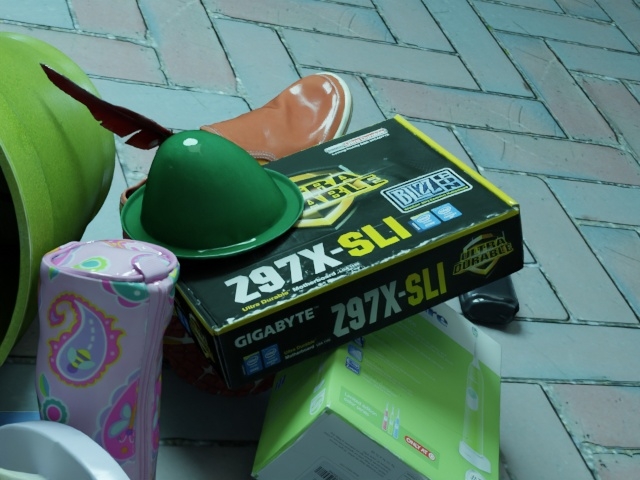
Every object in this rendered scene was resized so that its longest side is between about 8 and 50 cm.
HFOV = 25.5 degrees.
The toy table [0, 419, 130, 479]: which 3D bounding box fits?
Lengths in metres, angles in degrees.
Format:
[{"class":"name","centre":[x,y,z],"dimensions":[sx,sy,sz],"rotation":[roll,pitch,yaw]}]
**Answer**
[{"class":"toy table","centre":[-0.256,0.238,1.061],"dimensions":[0.161,0.252,0.274],"rotation":[-4,-1,-40]}]

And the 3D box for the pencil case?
[{"class":"pencil case","centre":[-0.181,0.142,1.183],"dimensions":[0.124,0.284,0.124],"rotation":[5,13,-1]}]

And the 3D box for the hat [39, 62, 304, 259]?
[{"class":"hat","centre":[-0.116,-0.099,1.322],"dimensions":[0.173,0.183,0.208],"rotation":[20,38,32]}]

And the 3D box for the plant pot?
[{"class":"plant pot","centre":[-0.365,-0.055,1.335],"dimensions":[0.366,0.366,0.353],"rotation":[27,21,6]}]

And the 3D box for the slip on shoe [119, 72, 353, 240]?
[{"class":"slip on shoe","centre":[-0.092,-0.093,1.603],"dimensions":[0.331,0.101,0.123],"rotation":[-38,50,-20]}]

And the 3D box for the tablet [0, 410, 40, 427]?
[{"class":"tablet","centre":[-0.270,0.190,1.312],"dimensions":[0.054,0.006,0.083],"rotation":[4,38,-28]}]

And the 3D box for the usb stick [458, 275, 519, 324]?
[{"class":"usb stick","centre":[0.197,0.008,1.823],"dimensions":[0.077,0.045,0.278],"rotation":[7,36,-11]}]

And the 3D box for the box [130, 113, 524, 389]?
[{"class":"box","centre":[0.000,0.000,1.396],"dimensions":[0.322,0.079,0.257],"rotation":[-21,34,-16]}]

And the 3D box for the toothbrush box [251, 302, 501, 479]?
[{"class":"toothbrush box","centre":[0.066,0.163,1.401],"dimensions":[0.206,0.122,0.283],"rotation":[36,32,-16]}]

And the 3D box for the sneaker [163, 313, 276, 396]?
[{"class":"sneaker","centre":[-0.137,0.086,1.469],"dimensions":[0.225,0.088,0.093],"rotation":[24,25,-5]}]
